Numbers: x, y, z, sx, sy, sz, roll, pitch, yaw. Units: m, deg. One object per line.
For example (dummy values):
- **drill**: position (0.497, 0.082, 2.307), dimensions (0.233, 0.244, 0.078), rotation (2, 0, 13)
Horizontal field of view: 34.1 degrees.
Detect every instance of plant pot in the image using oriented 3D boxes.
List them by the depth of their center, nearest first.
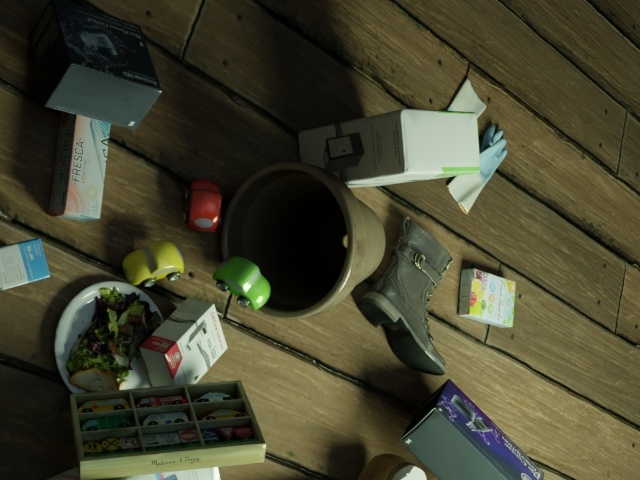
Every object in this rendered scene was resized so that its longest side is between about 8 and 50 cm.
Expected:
- **plant pot**: position (0.000, 0.000, 1.799), dimensions (0.229, 0.263, 0.263), rotation (1, 83, -58)

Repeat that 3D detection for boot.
- **boot**: position (0.085, 0.531, 1.883), dimensions (0.112, 0.115, 0.305), rotation (29, 85, -29)
- **boot**: position (0.204, 0.110, 2.045), dimensions (0.263, 0.091, 0.229), rotation (50, 56, -22)

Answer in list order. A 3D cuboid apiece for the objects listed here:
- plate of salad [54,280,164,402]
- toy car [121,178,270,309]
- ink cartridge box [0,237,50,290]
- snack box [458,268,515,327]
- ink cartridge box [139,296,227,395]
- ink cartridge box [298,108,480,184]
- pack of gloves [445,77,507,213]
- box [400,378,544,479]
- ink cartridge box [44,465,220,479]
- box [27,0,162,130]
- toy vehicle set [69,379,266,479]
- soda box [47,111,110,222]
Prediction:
- **plate of salad**: position (-0.316, 0.161, 1.613), dimensions (0.200, 0.048, 0.200), rotation (7, 79, -40)
- **toy car**: position (-0.172, 0.024, 1.690), dimensions (0.225, 0.053, 0.239), rotation (36, 58, 2)
- **ink cartridge box**: position (-0.483, 0.048, 1.444), dimensions (0.180, 0.104, 0.060), rotation (-17, 96, -42)
- **snack box**: position (0.354, 0.123, 2.208), dimensions (0.141, 0.037, 0.100), rotation (18, 73, -39)
- **ink cartridge box**: position (-0.216, 0.171, 1.663), dimensions (0.135, 0.056, 0.099), rotation (-49, 137, -41)
- **ink cartridge box**: position (0.121, -0.162, 1.889), dimensions (0.198, 0.273, 0.115), rotation (-5, 90, -41)
- **pack of gloves**: position (0.326, -0.206, 2.225), dimensions (0.195, 0.046, 0.232), rotation (53, 54, -24)
- **box**: position (0.289, 0.407, 1.954), dimensions (0.261, 0.103, 0.184), rotation (45, 20, 4)
- **ink cartridge box**: position (-0.277, 0.366, 1.546), dimensions (0.212, 0.154, 0.093), rotation (-15, 97, -42)
- **box**: position (-0.341, -0.266, 1.574), dimensions (0.156, 0.093, 0.158), rotation (12, 43, -40)
- **toy vehicle set**: position (-0.228, 0.276, 1.539), dimensions (0.266, 0.166, 0.035), rotation (-2, 117, -19)
- **soda box**: position (-0.368, -0.122, 1.599), dimensions (0.063, 0.058, 0.183), rotation (13, 76, -39)
